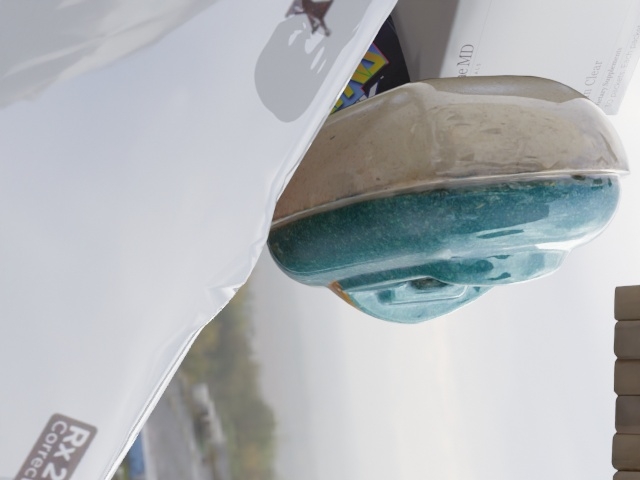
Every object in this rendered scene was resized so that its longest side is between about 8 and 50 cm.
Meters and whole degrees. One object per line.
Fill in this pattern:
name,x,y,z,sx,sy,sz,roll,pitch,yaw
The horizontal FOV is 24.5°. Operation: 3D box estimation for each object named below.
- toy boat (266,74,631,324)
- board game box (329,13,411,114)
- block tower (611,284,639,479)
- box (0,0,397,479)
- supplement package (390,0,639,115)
toy boat,0.000,0.000,0.834,0.267,0.318,0.148,158,-74,-72
board game box,0.033,-0.104,1.143,0.141,0.170,0.048,52,14,24
block tower,0.183,0.188,0.636,0.097,0.091,0.335,16,74,-47
box,-0.111,-0.046,0.407,0.181,0.182,0.119,-59,-146,5
supplement package,0.137,-0.239,0.976,0.261,0.145,0.204,100,-18,-50
